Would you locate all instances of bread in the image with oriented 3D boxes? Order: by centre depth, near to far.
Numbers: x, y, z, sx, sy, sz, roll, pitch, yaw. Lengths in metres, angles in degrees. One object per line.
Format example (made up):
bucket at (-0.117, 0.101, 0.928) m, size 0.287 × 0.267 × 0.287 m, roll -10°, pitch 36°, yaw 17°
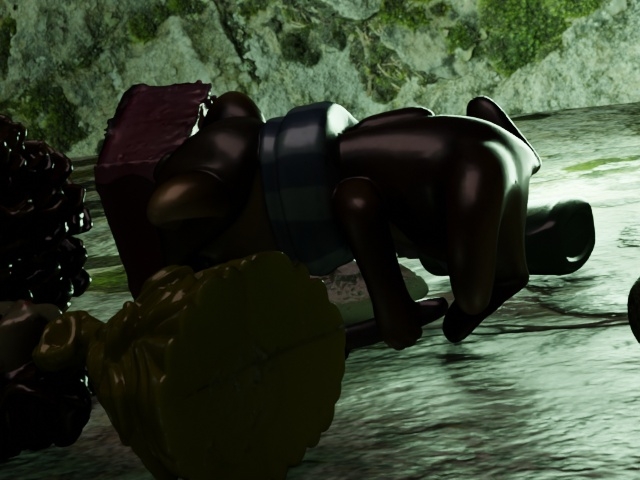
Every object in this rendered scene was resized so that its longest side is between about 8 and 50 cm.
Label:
bread at (-0.001, 0.033, 1.581) m, size 0.193 × 0.036 × 0.112 m, roll 27°, pitch 48°, yaw 37°

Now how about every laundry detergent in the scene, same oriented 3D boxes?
laundry detergent at (0.165, -0.001, 1.675) m, size 0.221 × 0.078 × 0.144 m, roll -2°, pitch 15°, yaw 28°

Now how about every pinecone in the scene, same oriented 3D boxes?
pinecone at (-0.334, 0.000, 1.572) m, size 0.224 × 0.273 × 0.224 m, roll 6°, pitch 33°, yaw -4°

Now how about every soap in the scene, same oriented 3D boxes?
soap at (-0.132, -0.011, 1.565) m, size 0.099 × 0.250 × 0.162 m, roll -6°, pitch 36°, yaw 11°

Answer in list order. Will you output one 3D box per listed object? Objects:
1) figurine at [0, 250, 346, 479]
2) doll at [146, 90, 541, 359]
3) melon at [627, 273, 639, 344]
figurine at (-0.164, 0.087, 1.167) m, size 0.315 × 0.168 × 0.187 m, roll 1°, pitch 41°, yaw 38°
doll at (0.023, -0.009, 1.385) m, size 0.339 × 0.209 × 0.318 m, roll -1°, pitch 40°, yaw 5°
melon at (0.296, 0.051, 1.214) m, size 0.130 × 0.098 × 0.098 m, roll -4°, pitch 9°, yaw -12°
